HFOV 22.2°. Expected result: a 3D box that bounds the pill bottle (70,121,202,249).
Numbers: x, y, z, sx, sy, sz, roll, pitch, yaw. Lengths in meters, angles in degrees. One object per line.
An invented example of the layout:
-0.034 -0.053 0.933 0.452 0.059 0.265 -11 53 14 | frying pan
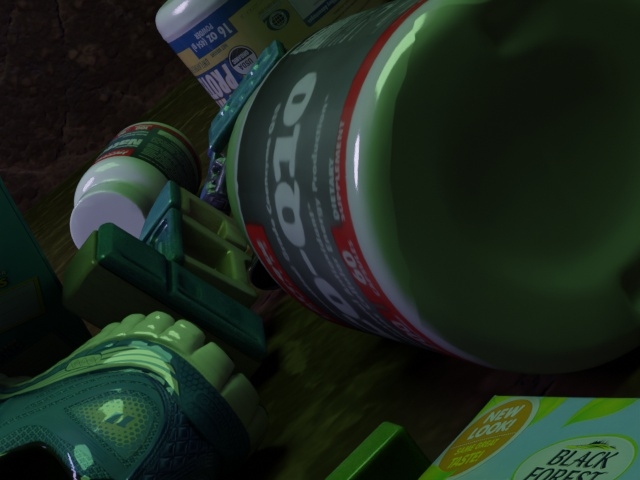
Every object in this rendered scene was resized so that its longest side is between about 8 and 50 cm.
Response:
-0.191 -0.045 1.662 0.108 0.108 0.180 -35 13 20 | pill bottle

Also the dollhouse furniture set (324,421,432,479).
0.005 0.102 0.644 0.076 0.058 0.152 -42 12 -14 | dollhouse furniture set

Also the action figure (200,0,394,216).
0.011 -0.160 1.499 0.330 0.179 0.341 -33 39 58 | action figure

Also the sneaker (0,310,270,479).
-0.182 0.146 0.886 0.330 0.129 0.147 -29 14 41 | sneaker

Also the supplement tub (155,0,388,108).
-0.007 -0.130 1.192 0.144 0.199 0.144 -38 11 9 | supplement tub

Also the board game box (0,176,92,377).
-0.277 0.073 0.998 0.254 0.079 0.336 -31 -30 -10 | board game box

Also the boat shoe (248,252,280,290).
0.000 0.000 1.083 0.142 0.049 0.040 -28 33 52 | boat shoe

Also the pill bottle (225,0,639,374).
0.051 -0.031 0.749 0.161 0.161 0.283 -42 12 -11 | pill bottle

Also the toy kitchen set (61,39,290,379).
-0.066 -0.033 1.032 0.166 0.122 0.207 -53 19 15 | toy kitchen set

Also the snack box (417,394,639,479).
0.039 0.130 0.415 0.207 0.070 0.174 -42 11 -21 | snack box
